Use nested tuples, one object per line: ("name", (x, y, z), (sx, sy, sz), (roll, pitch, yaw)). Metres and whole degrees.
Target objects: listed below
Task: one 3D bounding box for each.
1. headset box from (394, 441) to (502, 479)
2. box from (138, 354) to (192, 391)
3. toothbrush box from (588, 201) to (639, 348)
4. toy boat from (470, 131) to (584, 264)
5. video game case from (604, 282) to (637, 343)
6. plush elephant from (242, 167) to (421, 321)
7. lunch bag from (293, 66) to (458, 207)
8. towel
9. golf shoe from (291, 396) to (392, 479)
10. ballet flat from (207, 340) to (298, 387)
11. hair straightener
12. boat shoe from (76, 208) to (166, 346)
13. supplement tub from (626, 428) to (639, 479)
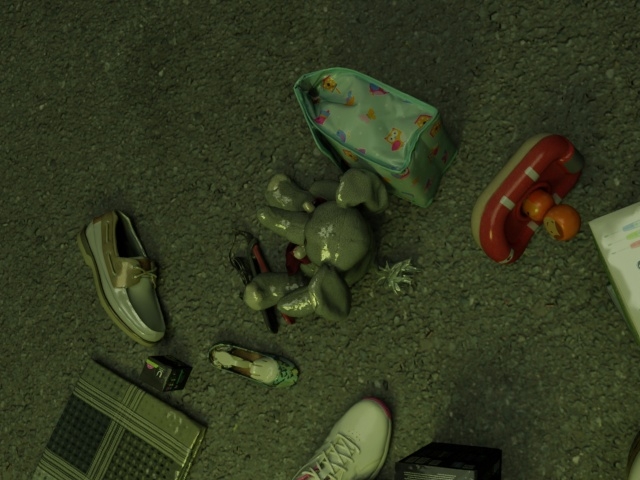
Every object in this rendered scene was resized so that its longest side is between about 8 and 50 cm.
("headset box", (0.206, 0.485, 1.302), (0.131, 0.246, 0.283), (1, 84, 21))
("box", (-0.306, 0.262, 1.607), (0.062, 0.083, 0.052), (24, 93, 22))
("toothbrush box", (0.495, 0.061, 1.195), (0.122, 0.283, 0.206), (-24, 75, 17))
("toy boat", (0.364, -0.053, 1.343), (0.231, 0.151, 0.151), (-52, 51, 9))
("video game case", (0.631, 0.096, 1.304), (0.274, 0.026, 0.196), (-30, 74, 14))
("plush elephant", (0.000, 0.000, 1.414), (0.330, 0.255, 0.271), (14, 76, 17))
("lunch bag", (0.085, -0.187, 1.434), (0.262, 0.223, 0.160), (27, 86, 21))
("towel", (-0.411, 0.444, 1.653), (0.324, 0.056, 0.312), (26, 91, 23))
("golf shoe", (0.022, 0.415, 1.439), (0.115, 0.140, 0.306), (32, 94, 22))
("ballet flat", (-0.136, 0.241, 1.557), (0.188, 0.070, 0.070), (11, 88, 21))
("hair straightener", (-0.134, 0.080, 1.582), (0.089, 0.047, 0.230), (-31, 74, 15))
("boat shoe", (-0.389, 0.070, 1.645), (0.103, 0.113, 0.302), (-40, 71, 18))
("supplement tub", (0.556, 0.346, 1.138), (0.241, 0.331, 0.241), (-2, 83, 20))
